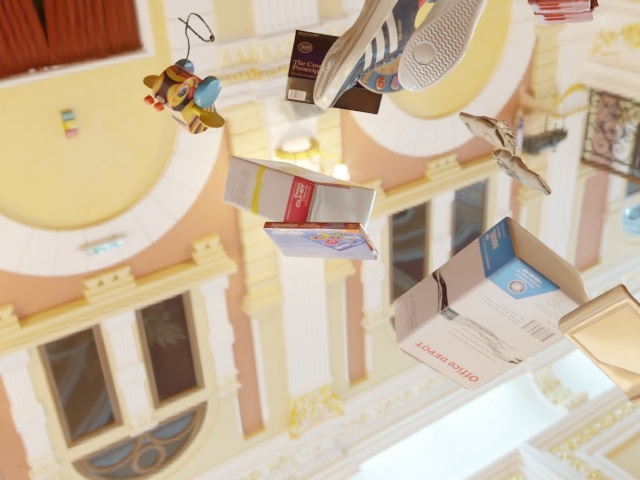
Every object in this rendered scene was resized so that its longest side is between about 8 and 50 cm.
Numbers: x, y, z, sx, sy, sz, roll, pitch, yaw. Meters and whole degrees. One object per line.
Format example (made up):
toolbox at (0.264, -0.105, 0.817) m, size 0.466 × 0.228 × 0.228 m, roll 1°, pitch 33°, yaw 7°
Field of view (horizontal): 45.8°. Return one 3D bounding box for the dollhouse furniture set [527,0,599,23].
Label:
dollhouse furniture set at (0.601, -0.543, 1.448) m, size 0.374 × 0.201 × 0.152 m, roll 2°, pitch 180°, yaw 24°

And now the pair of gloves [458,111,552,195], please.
pair of gloves at (0.448, -0.215, 1.815) m, size 0.042 × 0.240 × 0.204 m, roll -44°, pitch -157°, yaw 1°

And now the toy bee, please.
toy bee at (-0.297, -0.308, 1.557) m, size 0.195 × 0.298 × 0.162 m, roll 25°, pitch -118°, yaw 33°

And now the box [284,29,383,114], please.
box at (0.045, -0.463, 2.081) m, size 0.261 × 0.103 × 0.184 m, roll 8°, pitch -124°, yaw -2°

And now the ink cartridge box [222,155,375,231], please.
ink cartridge box at (-0.072, -0.137, 2.315) m, size 0.385 × 0.160 × 0.279 m, roll 21°, pitch -167°, yaw 41°

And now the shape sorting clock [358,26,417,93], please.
shape sorting clock at (0.168, -0.476, 1.921) m, size 0.206 × 0.206 × 0.040 m, roll -10°, pitch -179°, yaw -12°

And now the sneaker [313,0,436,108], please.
sneaker at (0.126, -0.411, 1.619) m, size 0.148 × 0.350 × 0.131 m, roll 29°, pitch -166°, yaw -27°

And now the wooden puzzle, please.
wooden puzzle at (0.647, 0.217, 1.592) m, size 0.044 × 0.221 × 0.238 m, roll -37°, pitch -98°, yaw -33°

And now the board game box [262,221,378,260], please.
board game box at (0.000, 0.000, 2.006) m, size 0.281 × 0.145 × 0.027 m, roll 2°, pitch -122°, yaw 27°

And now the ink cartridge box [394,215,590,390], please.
ink cartridge box at (0.416, 0.169, 1.876) m, size 0.285 × 0.395 × 0.166 m, roll 33°, pitch -146°, yaw -24°

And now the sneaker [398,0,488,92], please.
sneaker at (0.230, -0.372, 1.317) m, size 0.094 × 0.256 × 0.151 m, roll 34°, pitch -162°, yaw 4°
